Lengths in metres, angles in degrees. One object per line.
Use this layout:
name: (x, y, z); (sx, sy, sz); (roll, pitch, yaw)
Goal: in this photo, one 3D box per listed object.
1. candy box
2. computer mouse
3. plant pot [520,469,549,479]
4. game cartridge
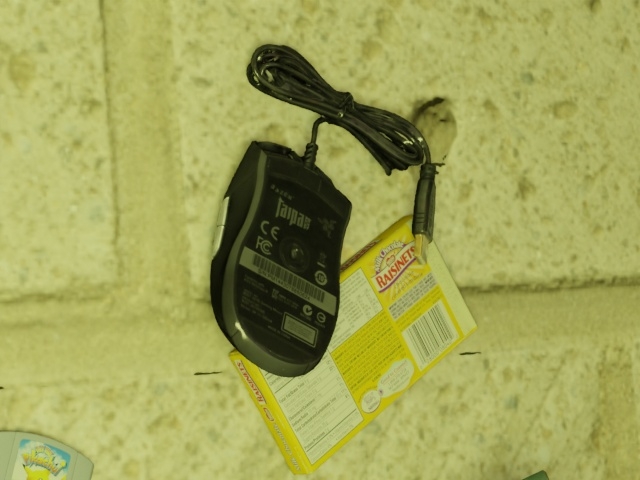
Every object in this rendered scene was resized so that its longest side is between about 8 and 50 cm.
candy box: (0.028, 0.074, 1.432); (0.206, 0.027, 0.105); (-37, 104, -37)
computer mouse: (0.000, 0.000, 1.397); (0.184, 0.060, 0.262); (25, 54, -30)
plant pot: (0.082, 0.333, 1.285); (0.252, 0.248, 0.247); (-18, 98, 3)
game cartridge: (-0.186, 0.155, 1.254); (0.083, 0.017, 0.056); (23, 66, -35)
